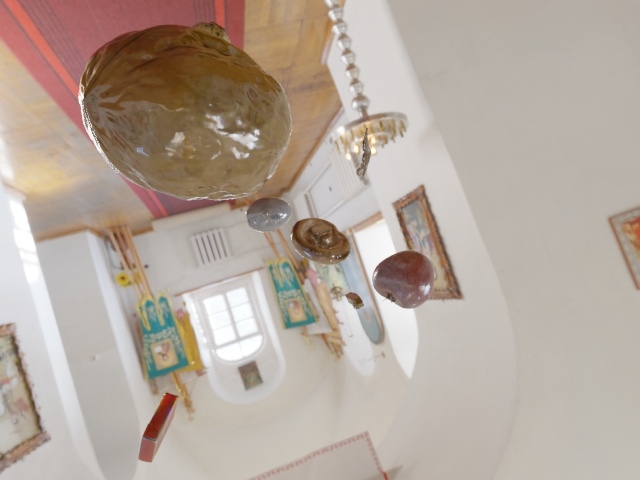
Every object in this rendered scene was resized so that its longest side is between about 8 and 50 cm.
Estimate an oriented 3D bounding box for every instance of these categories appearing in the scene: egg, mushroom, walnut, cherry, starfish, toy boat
[{"bbox_3d":[-0.258,-0.134,2.229,0.232,0.176,0.176,-19,175,-13],"label":"egg"},{"bbox_3d":[0.000,0.000,1.965,0.278,0.278,0.146,-15,139,-38],"label":"mushroom"},{"bbox_3d":[-0.247,-0.239,0.854,0.354,0.307,0.398,19,-164,31],"label":"walnut"},{"bbox_3d":[0.368,0.161,1.922,0.261,0.221,0.307,29,-123,36],"label":"cherry"},{"bbox_3d":[0.203,-0.388,1.986,0.057,0.213,0.238,7,139,-4],"label":"starfish"},{"bbox_3d":[0.170,0.300,2.183,0.065,0.072,0.206,-27,-174,-8],"label":"toy boat"}]

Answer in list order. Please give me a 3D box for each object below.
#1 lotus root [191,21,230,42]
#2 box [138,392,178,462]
[{"bbox_3d":[-0.405,-0.579,1.465,0.284,0.160,0.146,-57,150,3],"label":"lotus root"},{"bbox_3d":[-0.507,0.582,1.391,0.048,0.112,0.175,19,-153,-3],"label":"box"}]
